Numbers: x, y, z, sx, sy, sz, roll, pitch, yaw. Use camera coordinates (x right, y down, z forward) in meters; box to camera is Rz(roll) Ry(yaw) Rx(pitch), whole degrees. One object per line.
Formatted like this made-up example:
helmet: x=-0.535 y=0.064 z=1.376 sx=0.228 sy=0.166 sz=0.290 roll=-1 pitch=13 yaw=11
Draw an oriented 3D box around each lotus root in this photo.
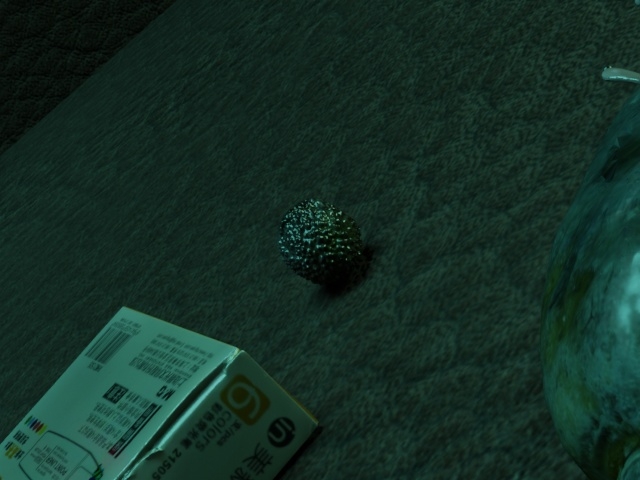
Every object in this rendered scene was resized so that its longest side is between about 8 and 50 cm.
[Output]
lotus root: x=0.189 y=0.000 z=0.657 sx=0.175 sy=0.175 sz=0.349 roll=-31 pitch=17 yaw=31

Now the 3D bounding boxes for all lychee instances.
lychee: x=0.000 y=0.000 z=1.173 sx=0.067 sy=0.068 sz=0.083 roll=-5 pitch=35 yaw=-13

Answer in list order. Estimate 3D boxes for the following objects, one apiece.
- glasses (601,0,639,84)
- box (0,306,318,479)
glasses: x=0.236 y=-0.113 z=0.789 sx=0.162 sy=0.255 sz=0.095 roll=-86 pitch=0 yaw=-73
box: x=-0.146 y=0.163 z=1.082 sx=0.221 sy=0.091 sz=0.274 roll=-49 pitch=20 yaw=-12
